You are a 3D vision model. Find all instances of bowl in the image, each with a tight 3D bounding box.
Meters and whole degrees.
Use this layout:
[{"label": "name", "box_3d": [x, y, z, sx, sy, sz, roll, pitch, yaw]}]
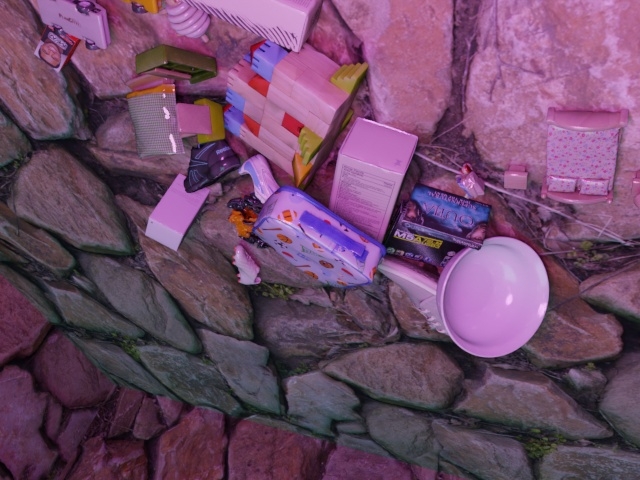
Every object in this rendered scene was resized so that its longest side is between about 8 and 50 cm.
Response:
[{"label": "bowl", "box_3d": [0.401, 0.128, 1.452, 0.298, 0.297, 0.134, 37, 175, -19]}]

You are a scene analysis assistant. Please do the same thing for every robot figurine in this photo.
[{"label": "robot figurine", "box_3d": [-0.119, -0.050, 1.635, 0.291, 0.085, 0.211, 11, 143, 17]}]

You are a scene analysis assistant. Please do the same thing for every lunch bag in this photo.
[{"label": "lunch bag", "box_3d": [0.000, 0.000, 1.343, 0.304, 0.114, 0.243, 31, 161, -11]}]

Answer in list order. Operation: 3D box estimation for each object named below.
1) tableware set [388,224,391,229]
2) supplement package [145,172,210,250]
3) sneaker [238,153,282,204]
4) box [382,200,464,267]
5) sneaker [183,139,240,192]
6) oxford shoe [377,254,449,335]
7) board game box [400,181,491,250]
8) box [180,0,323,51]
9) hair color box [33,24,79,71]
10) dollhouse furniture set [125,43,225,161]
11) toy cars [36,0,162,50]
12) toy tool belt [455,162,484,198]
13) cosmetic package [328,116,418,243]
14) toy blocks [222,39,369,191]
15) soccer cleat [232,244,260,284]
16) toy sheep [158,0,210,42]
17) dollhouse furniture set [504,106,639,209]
[{"label": "tableware set", "box_3d": [0.115, -0.029, 1.584, 0.141, 0.020, 0.168, 24, 146, -2]}, {"label": "supplement package", "box_3d": [-0.408, -0.081, 1.677, 0.105, 0.179, 0.105, 29, 145, -7]}, {"label": "sneaker", "box_3d": [-0.121, -0.106, 1.496, 0.086, 0.085, 0.237, -34, 89, 8]}, {"label": "box", "box_3d": [0.269, -0.011, 1.477, 0.191, 0.045, 0.184, 15, 148, -3]}, {"label": "sneaker", "box_3d": [-0.299, -0.203, 1.553, 0.267, 0.101, 0.106, -20, 98, 52]}, {"label": "oxford shoe", "box_3d": [0.325, 0.175, 1.595, 0.450, 0.169, 0.130, 30, 101, -12]}, {"label": "board game box", "box_3d": [0.291, -0.057, 1.349, 0.186, 0.126, 0.026, 18, 145, 8]}, {"label": "box", "box_3d": [-0.138, -0.462, 1.075, 0.275, 0.113, 0.094, 24, 147, 1]}, {"label": "hair color box", "box_3d": [-0.628, -0.472, 1.404, 0.072, 0.043, 0.141, 38, 144, -21]}, {"label": "dollhouse furniture set", "box_3d": [-0.381, -0.296, 1.327, 0.302, 0.151, 0.197, -4, 92, 37]}, {"label": "toy cars", "box_3d": [-0.451, -0.511, 1.219, 0.394, 0.087, 0.176, -8, 122, 43]}, {"label": "toy tool belt", "box_3d": [0.325, -0.128, 1.302, 0.051, 0.052, 0.083, -25, 123, 37]}, {"label": "cosmetic package", "box_3d": [0.112, -0.122, 1.366, 0.153, 0.129, 0.296, 21, 146, 6]}, {"label": "toy blocks", "box_3d": [-0.082, -0.291, 1.237, 0.261, 0.190, 0.381, 36, 153, 3]}, {"label": "soccer cleat", "box_3d": [-0.237, 0.078, 1.900, 0.076, 0.068, 0.196, 2, 144, 4]}, {"label": "toy sheep", "box_3d": [-0.269, -0.454, 1.186, 0.091, 0.091, 0.132, 0, 154, 30]}, {"label": "dollhouse furniture set", "box_3d": [0.506, -0.152, 1.058, 0.356, 0.173, 0.303, 6, 141, 23]}]
